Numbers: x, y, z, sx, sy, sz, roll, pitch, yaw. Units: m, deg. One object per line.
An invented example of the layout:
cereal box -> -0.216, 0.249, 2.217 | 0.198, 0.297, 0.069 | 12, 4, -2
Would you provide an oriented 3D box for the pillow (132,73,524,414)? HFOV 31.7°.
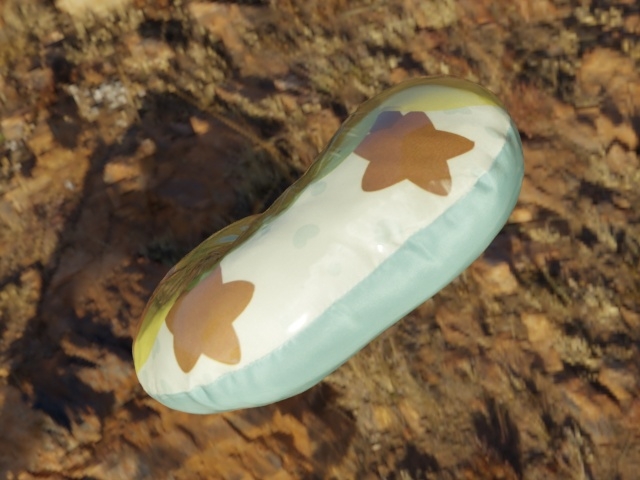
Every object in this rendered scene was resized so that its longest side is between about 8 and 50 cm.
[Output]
pillow -> 0.000, 0.000, 0.583 | 0.233, 0.086, 0.214 | -41, 14, 2
